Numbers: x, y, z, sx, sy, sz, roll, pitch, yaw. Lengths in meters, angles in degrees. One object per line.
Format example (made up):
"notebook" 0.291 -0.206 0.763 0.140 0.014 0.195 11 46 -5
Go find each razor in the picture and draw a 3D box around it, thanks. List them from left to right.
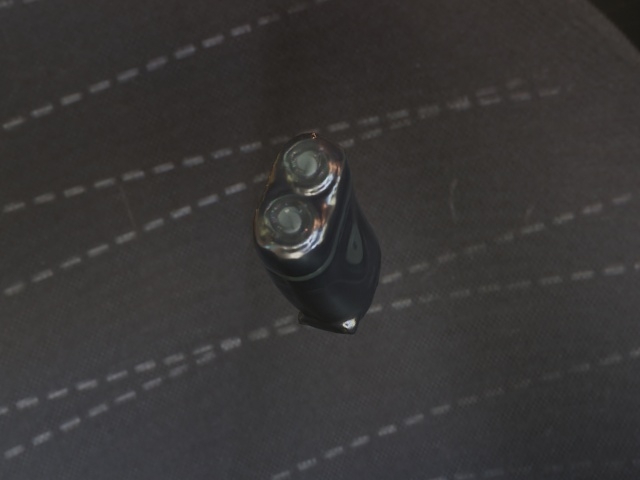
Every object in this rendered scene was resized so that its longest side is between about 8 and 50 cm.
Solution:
"razor" 0.000 0.000 0.657 0.054 0.148 0.090 12 69 19
